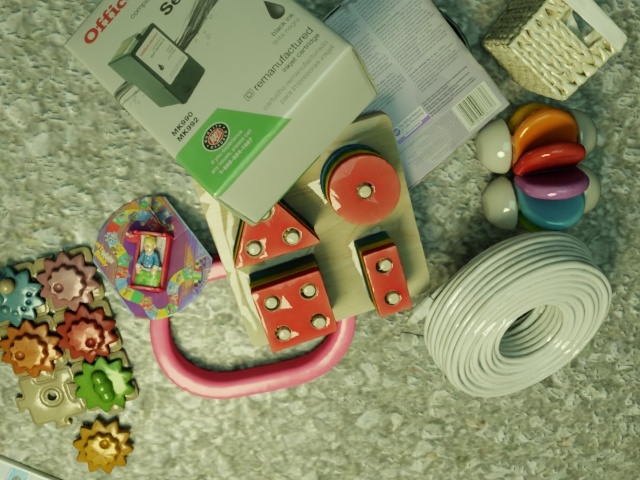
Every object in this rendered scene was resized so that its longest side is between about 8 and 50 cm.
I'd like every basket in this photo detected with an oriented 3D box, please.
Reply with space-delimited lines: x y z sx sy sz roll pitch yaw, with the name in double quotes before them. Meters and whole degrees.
"basket" 0.285 -0.253 0.897 0.113 0.167 0.103 40 101 -12

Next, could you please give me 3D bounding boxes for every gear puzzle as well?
"gear puzzle" -0.358 0.187 0.999 0.176 0.044 0.338 -15 103 -2

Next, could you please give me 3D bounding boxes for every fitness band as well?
"fitness band" -0.095 0.115 1.002 0.291 0.054 0.208 -11 103 -1

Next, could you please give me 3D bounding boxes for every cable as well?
"cable" 0.267 0.103 0.960 0.257 0.089 0.257 26 113 -38

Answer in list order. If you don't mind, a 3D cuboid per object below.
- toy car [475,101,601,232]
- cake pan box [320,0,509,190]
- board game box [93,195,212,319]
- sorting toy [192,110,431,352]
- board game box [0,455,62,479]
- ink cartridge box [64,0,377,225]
"toy car" 0.302 -0.091 0.947 0.159 0.136 0.181 -9 103 -3
"cake pan box" 0.080 -0.196 0.942 0.267 0.070 0.245 -42 105 5
"board game box" -0.232 0.022 0.945 0.133 0.033 0.168 -39 78 1
"sorting toy" 0.000 0.000 0.898 0.257 0.089 0.255 -18 111 -3
"board game box" -0.524 0.506 1.054 0.390 0.050 0.389 26 99 -10
"ink cartridge box" -0.116 -0.194 0.800 0.289 0.121 0.211 43 93 22
